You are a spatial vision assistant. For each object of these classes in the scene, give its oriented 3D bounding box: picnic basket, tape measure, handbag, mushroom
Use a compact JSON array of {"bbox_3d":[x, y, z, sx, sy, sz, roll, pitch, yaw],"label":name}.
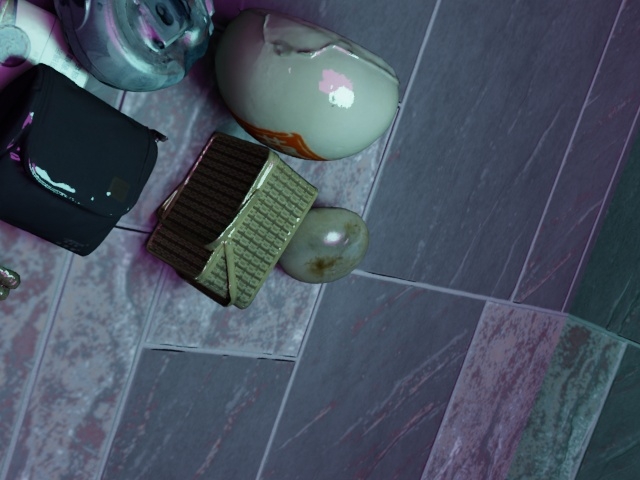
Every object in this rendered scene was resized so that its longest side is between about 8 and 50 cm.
[{"bbox_3d":[-0.191,-0.043,1.596,0.175,0.228,0.312,36,82,-43],"label":"picnic basket"},{"bbox_3d":[-0.316,-0.395,1.342,0.256,0.147,0.275,-52,129,-30],"label":"tape measure"},{"bbox_3d":[-0.439,-0.125,1.345,0.275,0.177,0.302,-39,139,15],"label":"handbag"},{"bbox_3d":[0.000,0.000,1.811,0.227,0.178,0.226,-17,155,-8],"label":"mushroom"}]

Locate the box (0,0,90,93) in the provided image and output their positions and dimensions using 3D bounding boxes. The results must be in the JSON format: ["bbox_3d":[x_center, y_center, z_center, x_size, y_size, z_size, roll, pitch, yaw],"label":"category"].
[{"bbox_3d":[-0.521,-0.326,1.320,0.259,0.071,0.168,20,95,-44],"label":"box"}]

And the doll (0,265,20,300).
[{"bbox_3d":[-0.643,0.001,1.343,0.286,0.091,0.202,19,128,-31],"label":"doll"}]

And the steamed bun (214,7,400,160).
[{"bbox_3d":[-0.036,-0.287,1.533,0.374,0.374,0.241,15,99,-42],"label":"steamed bun"}]
